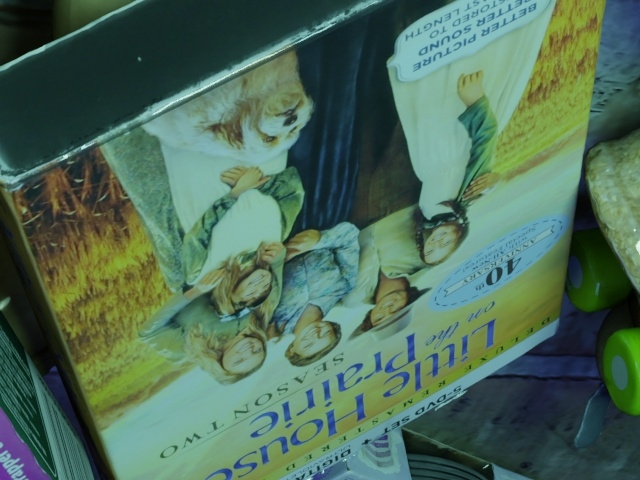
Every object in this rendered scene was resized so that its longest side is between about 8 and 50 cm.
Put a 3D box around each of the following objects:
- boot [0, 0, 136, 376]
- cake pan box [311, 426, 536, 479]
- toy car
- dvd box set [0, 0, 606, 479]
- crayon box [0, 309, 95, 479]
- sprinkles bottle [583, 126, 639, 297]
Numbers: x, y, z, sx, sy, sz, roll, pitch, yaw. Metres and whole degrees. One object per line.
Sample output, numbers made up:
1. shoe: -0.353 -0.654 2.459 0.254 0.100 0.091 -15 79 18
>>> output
1. boot: -0.124 -0.055 0.835 0.236 0.089 0.269 -26 150 -31
2. cake pan box: 0.018 0.234 1.324 0.267 0.070 0.246 -34 138 31
3. toy car: 0.228 0.080 1.081 0.155 0.149 0.188 -8 144 -16
4. dvd box set: 0.000 0.000 0.884 0.307 0.062 0.420 -28 151 -14
5. crayon box: -0.289 0.104 0.744 0.313 0.106 0.363 -21 145 -3
6. sprinkles bottle: 0.321 -0.075 0.899 0.355 0.121 0.121 -28 140 20
